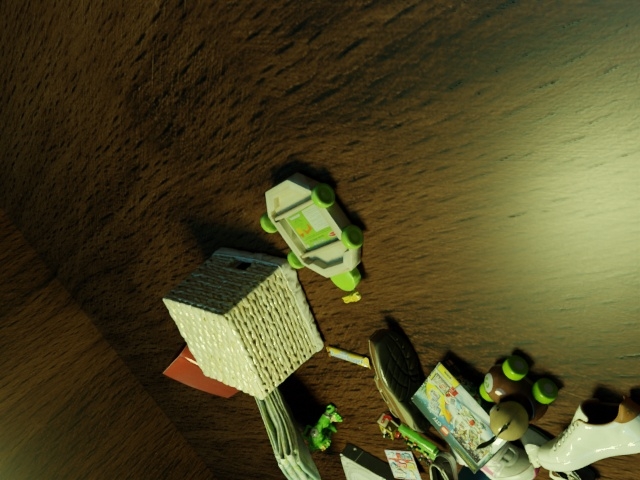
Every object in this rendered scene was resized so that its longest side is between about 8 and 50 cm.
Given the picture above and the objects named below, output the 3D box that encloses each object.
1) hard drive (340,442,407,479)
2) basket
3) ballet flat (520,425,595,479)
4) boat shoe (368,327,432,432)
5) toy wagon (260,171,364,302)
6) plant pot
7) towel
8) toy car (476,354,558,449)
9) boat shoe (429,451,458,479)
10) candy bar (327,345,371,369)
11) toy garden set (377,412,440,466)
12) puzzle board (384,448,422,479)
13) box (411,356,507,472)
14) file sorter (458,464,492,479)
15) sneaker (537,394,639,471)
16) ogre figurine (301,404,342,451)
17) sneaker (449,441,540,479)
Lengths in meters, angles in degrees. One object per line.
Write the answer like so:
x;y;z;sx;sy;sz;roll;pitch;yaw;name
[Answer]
0.229;0.840;2.177;0.339;0.064;0.237;18;136;35;hard drive
-0.225;0.230;1.892;0.328;0.266;0.331;9;128;44;basket
0.536;0.510;1.506;0.203;0.074;0.074;35;144;19;ballet flat
0.194;0.371;1.702;0.120;0.122;0.324;6;128;51;boat shoe
0.000;0.000;1.591;0.344;0.068;0.267;54;146;-10;toy wagon
-0.334;0.377;2.185;0.236;0.267;0.267;36;147;-7;plant pot
-0.108;0.657;2.177;0.374;0.090;0.320;72;173;-52;towel
0.399;0.374;1.414;0.149;0.188;0.155;38;145;13;toy car
0.326;0.665;1.693;0.078;0.070;0.219;-8;102;41;boat shoe
0.082;0.337;1.878;0.161;0.018;0.040;9;130;42;candy bar
0.236;0.558;1.819;0.204;0.049;0.244;29;165;26;toy garden set
0.256;0.702;2.027;0.128;0.011;0.096;-21;88;54;puzzle board
0.341;0.420;1.567;0.233;0.044;0.159;48;132;26;box
0.444;0.705;1.759;0.170;0.118;0.104;25;142;30;file sorter
0.551;0.391;1.354;0.123;0.106;0.290;51;135;3;sneaker
0.004;0.638;2.172;0.097;0.118;0.197;44;146;6;ogre figurine
0.419;0.523;1.618;0.252;0.103;0.111;7;130;43;sneaker
